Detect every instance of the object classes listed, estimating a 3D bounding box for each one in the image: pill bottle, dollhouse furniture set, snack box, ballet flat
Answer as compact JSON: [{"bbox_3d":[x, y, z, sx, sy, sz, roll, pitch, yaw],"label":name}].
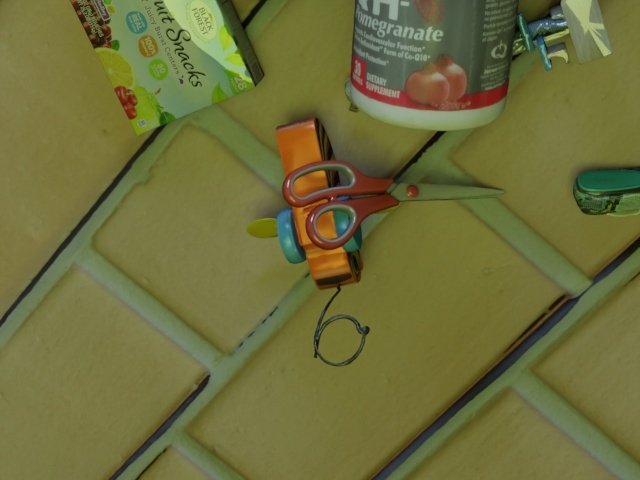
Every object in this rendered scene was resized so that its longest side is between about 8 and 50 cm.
[{"bbox_3d":[0.126,-0.291,1.206,0.176,0.176,0.319,6,116,7],"label":"pill bottle"},{"bbox_3d":[0.241,-0.268,1.284,0.129,0.184,0.129,-18,108,15],"label":"dollhouse furniture set"},{"bbox_3d":[-0.192,-0.260,1.421,0.174,0.070,0.207,-19,109,15],"label":"snack box"},{"bbox_3d":[0.410,-0.060,1.416,0.188,0.070,0.070,0,112,11],"label":"ballet flat"}]

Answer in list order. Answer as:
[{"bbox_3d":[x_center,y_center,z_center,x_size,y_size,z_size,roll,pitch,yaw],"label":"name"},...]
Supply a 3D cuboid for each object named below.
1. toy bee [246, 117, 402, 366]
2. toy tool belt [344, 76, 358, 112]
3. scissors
[{"bbox_3d":[0.000,0.000,1.470,0.195,0.162,0.298,9,88,14],"label":"toy bee"},{"bbox_3d":[0.073,-0.180,1.428,0.083,0.052,0.051,-1,143,13],"label":"toy tool belt"},{"bbox_3d":[0.094,-0.069,1.408,0.297,0.021,0.109,-17,79,-24],"label":"scissors"}]
